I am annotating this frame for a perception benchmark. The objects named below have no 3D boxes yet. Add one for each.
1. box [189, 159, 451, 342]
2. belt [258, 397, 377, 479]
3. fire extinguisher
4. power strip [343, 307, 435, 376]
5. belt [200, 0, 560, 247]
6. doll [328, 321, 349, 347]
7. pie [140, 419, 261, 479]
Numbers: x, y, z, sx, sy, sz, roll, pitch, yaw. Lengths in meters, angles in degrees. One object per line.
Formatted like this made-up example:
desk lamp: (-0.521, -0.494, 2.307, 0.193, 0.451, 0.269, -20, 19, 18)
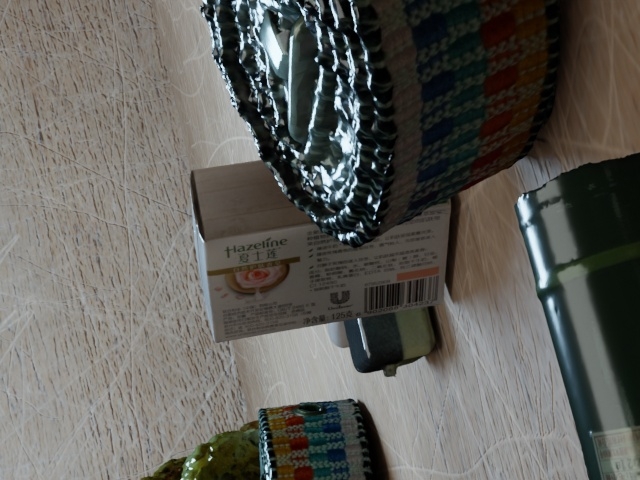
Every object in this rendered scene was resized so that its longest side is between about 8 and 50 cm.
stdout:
box: (0.000, 0.000, 1.260, 0.135, 0.199, 0.081, 90, 167, -51)
belt: (-0.010, 0.298, 1.872, 0.257, 0.150, 0.207, 93, 172, -56)
fire extinguisher: (0.168, 0.111, 0.711, 0.118, 0.093, 0.294, -23, 75, 38)
power strip: (0.043, -0.003, 1.420, 0.105, 0.070, 0.256, 116, 144, -79)
belt: (0.042, -0.140, 0.942, 0.207, 0.160, 0.295, 50, 158, 30)
doll: (0.027, 0.020, 1.570, 0.160, 0.059, 0.161, 115, 143, -75)
pie: (-0.068, 0.450, 2.056, 0.395, 0.180, 0.418, -13, -100, -61)
